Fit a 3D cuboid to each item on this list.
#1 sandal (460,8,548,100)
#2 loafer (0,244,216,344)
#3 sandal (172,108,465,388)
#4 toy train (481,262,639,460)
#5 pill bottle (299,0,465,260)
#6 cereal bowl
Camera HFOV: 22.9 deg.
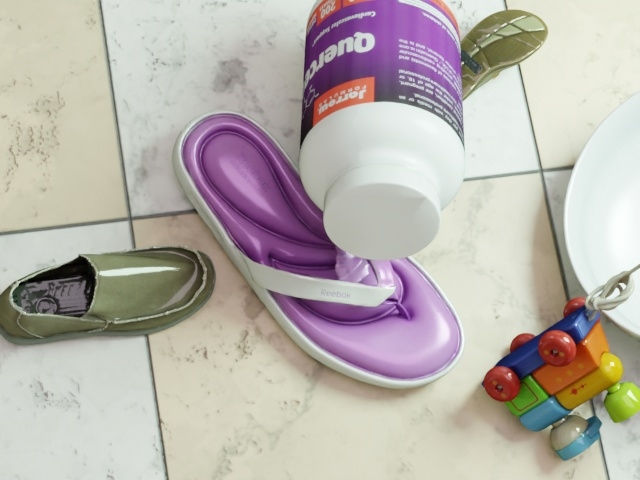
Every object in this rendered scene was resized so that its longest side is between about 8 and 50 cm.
[{"bbox_3d":[0.195,-0.217,1.925,0.180,0.049,0.072,-39,76,-3],"label":"sandal"},{"bbox_3d":[-0.236,0.060,1.748,0.251,0.087,0.094,-14,76,-12],"label":"loafer"},{"bbox_3d":[-0.010,0.011,1.790,0.416,0.102,0.169,41,72,5],"label":"sandal"},{"bbox_3d":[0.309,0.137,1.739,0.143,0.248,0.105,50,37,-2],"label":"toy train"},{"bbox_3d":[0.069,-0.140,1.756,0.181,0.181,0.323,8,48,-6],"label":"pill bottle"},{"bbox_3d":[0.458,-0.020,1.817,0.339,0.141,0.339,-9,67,23],"label":"cereal bowl"}]
